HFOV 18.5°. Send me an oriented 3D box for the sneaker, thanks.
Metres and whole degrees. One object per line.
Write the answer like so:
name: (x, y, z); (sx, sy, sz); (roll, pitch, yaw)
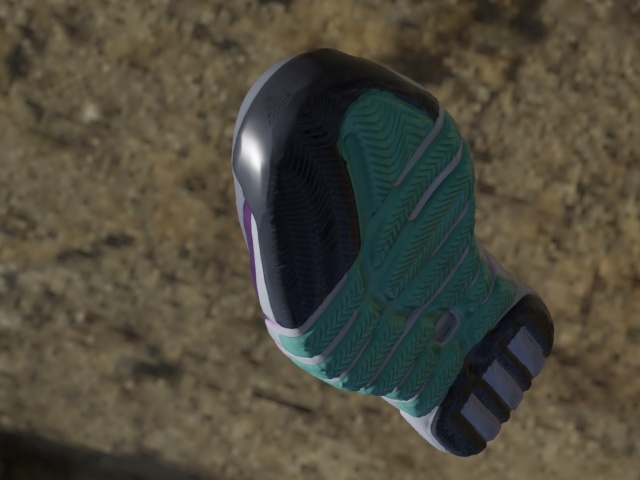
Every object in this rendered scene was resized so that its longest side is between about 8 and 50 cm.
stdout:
sneaker: (0.000, 0.000, 0.625); (0.098, 0.083, 0.224); (32, 168, 30)
